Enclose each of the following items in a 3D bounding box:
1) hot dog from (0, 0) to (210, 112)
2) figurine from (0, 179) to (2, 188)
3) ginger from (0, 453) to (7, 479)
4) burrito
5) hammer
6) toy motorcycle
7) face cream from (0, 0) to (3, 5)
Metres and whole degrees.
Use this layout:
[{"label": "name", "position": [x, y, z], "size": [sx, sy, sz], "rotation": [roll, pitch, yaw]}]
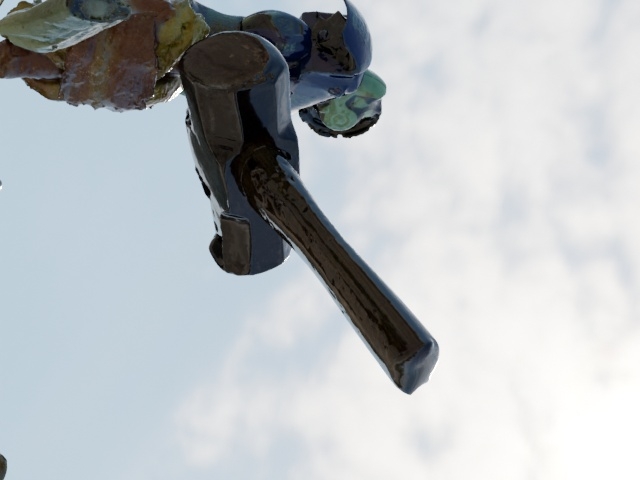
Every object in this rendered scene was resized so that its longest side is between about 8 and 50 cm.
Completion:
[{"label": "hot dog", "position": [-0.205, -0.176, 1.902], "size": [0.146, 0.213, 0.103], "rotation": [106, -23, -70]}, {"label": "figurine", "position": [-0.520, 0.044, 2.199], "size": [0.380, 0.203, 0.248], "rotation": [-34, 179, 4]}, {"label": "ginger", "position": [-0.301, 0.205, 1.732], "size": [0.030, 0.048, 0.097], "rotation": [-37, -150, 31]}, {"label": "burrito", "position": [-0.226, -0.191, 1.727], "size": [0.118, 0.074, 0.044], "rotation": [-18, -98, 38]}, {"label": "hammer", "position": [0.000, 0.000, 1.798], "size": [0.409, 0.095, 0.242], "rotation": [49, -26, 44]}, {"label": "toy motorcycle", "position": [-0.072, -0.207, 2.232], "size": [0.196, 0.331, 0.125], "rotation": [120, -22, -47]}, {"label": "face cream", "position": [-0.383, -0.187, 1.645], "size": [0.348, 0.105, 0.105], "rotation": [-23, -127, 16]}]
